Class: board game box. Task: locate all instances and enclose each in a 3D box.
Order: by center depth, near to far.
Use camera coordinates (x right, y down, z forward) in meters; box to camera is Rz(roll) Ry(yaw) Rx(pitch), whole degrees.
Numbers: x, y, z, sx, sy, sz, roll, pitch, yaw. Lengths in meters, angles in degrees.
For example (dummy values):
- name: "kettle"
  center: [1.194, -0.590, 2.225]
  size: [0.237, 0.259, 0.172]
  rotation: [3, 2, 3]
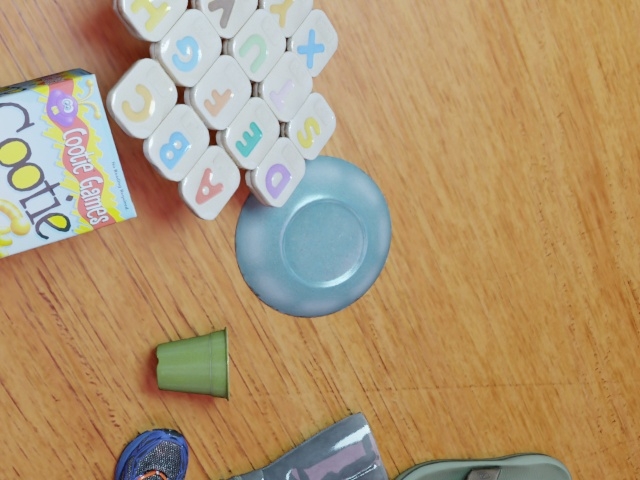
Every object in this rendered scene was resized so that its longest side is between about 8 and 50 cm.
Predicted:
- name: "board game box"
  center: [-0.334, -0.059, 0.870]
  size: [0.275, 0.142, 0.144]
  rotation: [-19, 107, -15]

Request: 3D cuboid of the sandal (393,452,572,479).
- name: "sandal"
  center: [0.202, 0.341, 1.182]
  size: [0.302, 0.086, 0.120]
  rotation: [-9, 104, -18]

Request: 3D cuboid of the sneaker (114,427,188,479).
- name: "sneaker"
  center: [-0.202, 0.315, 1.030]
  size: [0.083, 0.087, 0.221]
  rotation: [20, 94, -23]

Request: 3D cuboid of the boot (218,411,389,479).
- name: "boot"
  center: [-0.015, 0.327, 1.117]
  size: [0.208, 0.076, 0.190]
  rotation: [-20, 110, -22]

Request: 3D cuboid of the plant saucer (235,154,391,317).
- name: "plant saucer"
  center: [0.000, 0.000, 1.062]
  size: [0.194, 0.037, 0.195]
  rotation: [-4, 102, -20]

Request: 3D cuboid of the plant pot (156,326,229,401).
- name: "plant pot"
  center: [-0.142, 0.140, 1.024]
  size: [0.079, 0.083, 0.083]
  rotation: [-3, 103, -7]

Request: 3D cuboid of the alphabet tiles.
- name: "alphabet tiles"
  center: [-0.083, -0.174, 0.930]
  size: [0.278, 0.021, 0.284]
  rotation: [-56, 130, -25]
